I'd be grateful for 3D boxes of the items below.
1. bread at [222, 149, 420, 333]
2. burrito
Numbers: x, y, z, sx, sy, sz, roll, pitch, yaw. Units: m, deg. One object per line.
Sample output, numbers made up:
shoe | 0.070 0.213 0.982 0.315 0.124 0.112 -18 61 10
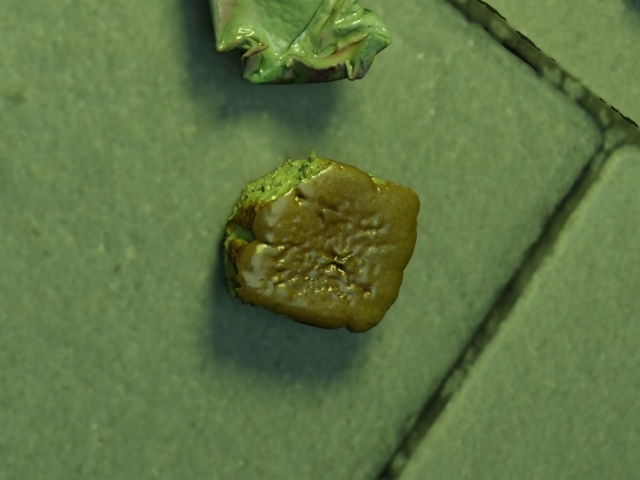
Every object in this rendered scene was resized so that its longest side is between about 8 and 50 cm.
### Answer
bread | 0.000 0.000 1.362 0.140 0.069 0.128 13 92 -20
burrito | -0.028 -0.226 1.317 0.144 0.089 0.229 -6 98 -3
